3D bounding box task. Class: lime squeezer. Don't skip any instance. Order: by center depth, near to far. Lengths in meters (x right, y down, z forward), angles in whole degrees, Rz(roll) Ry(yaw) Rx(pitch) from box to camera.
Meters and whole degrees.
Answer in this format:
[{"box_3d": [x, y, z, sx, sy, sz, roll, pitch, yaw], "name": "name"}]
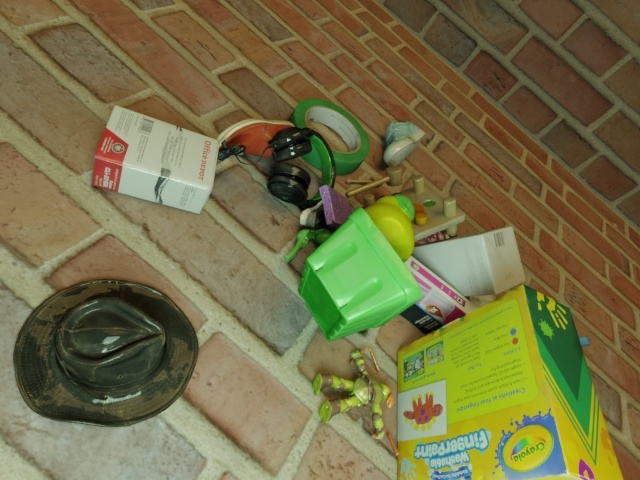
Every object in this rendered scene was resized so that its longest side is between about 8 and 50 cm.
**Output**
[{"box_3d": [0.000, 0.000, 1.208, 0.310, 0.059, 0.110, -7, 22, -40], "name": "lime squeezer"}]

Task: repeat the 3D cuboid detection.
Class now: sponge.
[{"box_3d": [0.056, -0.093, 1.260, 0.210, 0.031, 0.117, 16, 59, -67], "name": "sponge"}]

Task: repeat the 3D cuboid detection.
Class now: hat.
[{"box_3d": [-0.392, 0.187, 0.783, 0.331, 0.134, 0.331, 18, 49, -21], "name": "hat"}]

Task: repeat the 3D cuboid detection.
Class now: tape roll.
[{"box_3d": [0.032, -0.393, 1.529, 0.321, 0.077, 0.321, 18, 49, -22], "name": "tape roll"}]

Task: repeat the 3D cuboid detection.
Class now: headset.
[{"box_3d": [-0.116, -0.234, 1.253, 0.394, 0.185, 0.243, 5, 85, -49], "name": "headset"}]

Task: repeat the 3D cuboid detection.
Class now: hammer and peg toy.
[{"box_3d": [0.256, -0.105, 1.326, 0.266, 0.127, 0.361, -22, 35, -9], "name": "hammer and peg toy"}]

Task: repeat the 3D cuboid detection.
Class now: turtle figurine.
[{"box_3d": [0.099, 0.385, 0.987, 0.217, 0.087, 0.269, 7, 55, -29], "name": "turtle figurine"}]

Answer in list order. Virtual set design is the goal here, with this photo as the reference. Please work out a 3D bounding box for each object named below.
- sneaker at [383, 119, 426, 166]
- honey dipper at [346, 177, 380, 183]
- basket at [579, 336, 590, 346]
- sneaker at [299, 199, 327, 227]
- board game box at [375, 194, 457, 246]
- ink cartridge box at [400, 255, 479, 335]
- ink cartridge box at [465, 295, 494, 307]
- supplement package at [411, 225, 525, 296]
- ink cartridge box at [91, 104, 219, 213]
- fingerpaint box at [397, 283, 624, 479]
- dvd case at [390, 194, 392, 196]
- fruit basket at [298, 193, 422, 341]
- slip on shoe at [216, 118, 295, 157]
[{"box_3d": [0.317, -0.419, 1.711, 0.150, 0.135, 0.366, 39, 36, 8], "name": "sneaker"}, {"box_3d": [0.163, -0.219, 1.521, 0.161, 0.030, 0.030, -4, 61, -32], "name": "honey dipper"}, {"box_3d": [0.631, 0.340, 1.255, 0.289, 0.255, 0.201, 6, 61, -18], "name": "basket"}, {"box_3d": [0.009, -0.078, 1.266, 0.075, 0.063, 0.170, 26, 32, 24], "name": "sneaker"}, {"box_3d": [0.363, -0.028, 1.485, 0.347, 0.056, 0.208, 14, 61, -25], "name": "board game box"}, {"box_3d": [0.330, 0.195, 1.218, 0.371, 0.176, 0.069, 35, 46, -6], "name": "ink cartridge box"}, {"box_3d": [0.537, 0.199, 1.422, 0.127, 0.072, 0.175, 16, 51, -23], "name": "ink cartridge box"}, {"box_3d": [0.440, 0.075, 1.270, 0.177, 0.293, 0.175, -12, 88, -38], "name": "supplement package"}, {"box_3d": [-0.422, -0.208, 1.066, 0.273, 0.114, 0.197, 15, 50, -23], "name": "ink cartridge box"}, {"box_3d": [0.371, 0.373, 0.925, 0.163, 0.445, 0.371, 25, 47, -17], "name": "fingerpaint box"}, {"box_3d": [0.307, -0.115, 1.547, 0.119, 0.013, 0.087, 36, 46, -4], "name": "dvd case"}, {"box_3d": [0.135, 0.057, 1.029, 0.392, 0.392, 0.283, -20, 70, -41], "name": "fruit basket"}, {"box_3d": [-0.192, -0.318, 1.304, 0.331, 0.123, 0.101, -19, 73, -46], "name": "slip on shoe"}]
